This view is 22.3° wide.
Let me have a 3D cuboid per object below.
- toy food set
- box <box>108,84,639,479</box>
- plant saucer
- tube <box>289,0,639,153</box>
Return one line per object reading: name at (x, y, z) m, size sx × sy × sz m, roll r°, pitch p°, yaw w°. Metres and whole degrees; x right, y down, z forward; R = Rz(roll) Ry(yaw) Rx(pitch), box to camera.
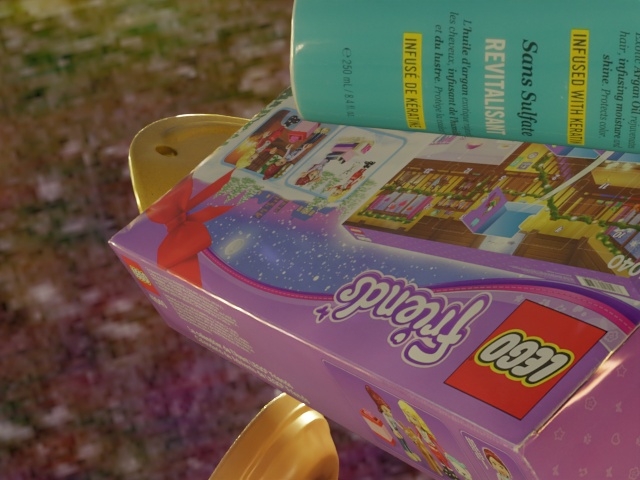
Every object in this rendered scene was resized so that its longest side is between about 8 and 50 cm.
toy food set at (0.000, 0.000, 0.853) m, size 0.218 × 0.071 × 0.128 m, roll 8°, pitch 31°, yaw -16°
box at (0.064, -0.015, 0.614) m, size 0.201 × 0.057 × 0.293 m, roll -42°, pitch 29°, yaw -16°
plant saucer at (-0.041, 0.177, 0.870) m, size 0.037 × 0.200 × 0.200 m, roll 25°, pitch 30°, yaw 15°
tube at (0.097, -0.051, 0.453) m, size 0.207 × 0.080 × 0.052 m, roll 5°, pitch 49°, yaw 12°
